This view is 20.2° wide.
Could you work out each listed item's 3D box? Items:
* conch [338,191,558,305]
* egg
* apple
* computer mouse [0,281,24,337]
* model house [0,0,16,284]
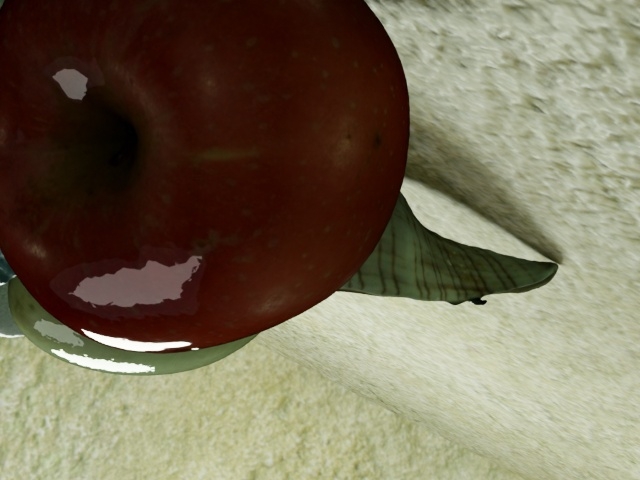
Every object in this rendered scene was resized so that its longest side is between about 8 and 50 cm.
[{"bbox_3d":[-0.003,-0.013,1.468,0.386,0.169,0.203,-7,-168,5],"label":"conch"},{"bbox_3d":[-0.157,0.020,1.669,0.295,0.218,0.218,-19,-153,-40],"label":"egg"},{"bbox_3d":[-0.074,-0.059,1.052,0.260,0.260,0.216,22,-167,31],"label":"apple"},{"bbox_3d":[-0.347,-0.068,1.750,0.374,0.203,0.114,55,163,-16],"label":"computer mouse"},{"bbox_3d":[-0.309,-0.077,1.393,0.194,0.325,0.267,18,167,36],"label":"model house"}]
